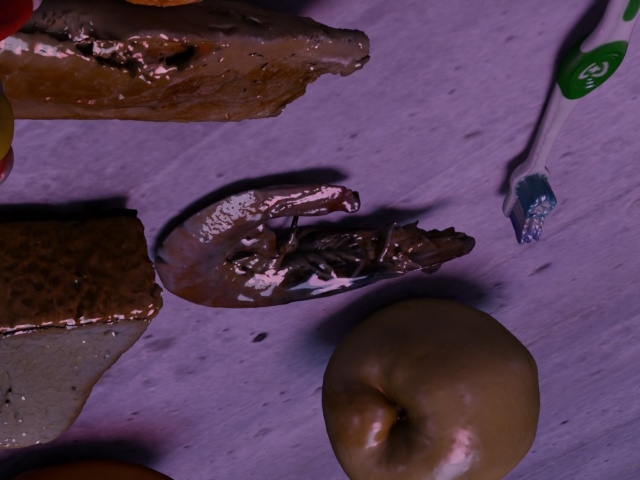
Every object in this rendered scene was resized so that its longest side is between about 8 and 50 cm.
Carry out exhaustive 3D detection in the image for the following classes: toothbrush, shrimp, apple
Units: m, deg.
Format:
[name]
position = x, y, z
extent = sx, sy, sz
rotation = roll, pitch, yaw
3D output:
[toothbrush]
position = 0.188, -0.131, 1.018
extent = 0.042, 0.040, 0.418
rotation = -9, 147, -16
[shrimp]
position = 0.000, 0.002, 1.122
extent = 0.251, 0.052, 0.143
rotation = -10, 149, -15
[apple]
position = 0.100, 0.141, 1.300
extent = 0.200, 0.200, 0.200
rotation = -15, 153, -8

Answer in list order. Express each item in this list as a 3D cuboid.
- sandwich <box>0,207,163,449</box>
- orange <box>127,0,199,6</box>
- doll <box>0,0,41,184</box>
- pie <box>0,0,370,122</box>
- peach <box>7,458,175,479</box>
[sandwich]
position = -0.280, 0.075, 1.035
extent = 0.273, 0.095, 0.249
rotation = -3, 152, -30
[orange]
position = -0.079, -0.155, 0.753
extent = 0.083, 0.070, 0.083
rotation = 3, 168, 1
[doll]
position = -0.172, -0.096, 0.636
extent = 0.076, 0.245, 0.142
rotation = -5, 160, 32
[pie]
position = -0.105, -0.103, 0.834
extent = 0.282, 0.068, 0.128
rotation = 1, 164, -36
[peach]
position = -0.233, 0.324, 1.370
extent = 0.280, 0.238, 0.281
rotation = -7, 170, -1
